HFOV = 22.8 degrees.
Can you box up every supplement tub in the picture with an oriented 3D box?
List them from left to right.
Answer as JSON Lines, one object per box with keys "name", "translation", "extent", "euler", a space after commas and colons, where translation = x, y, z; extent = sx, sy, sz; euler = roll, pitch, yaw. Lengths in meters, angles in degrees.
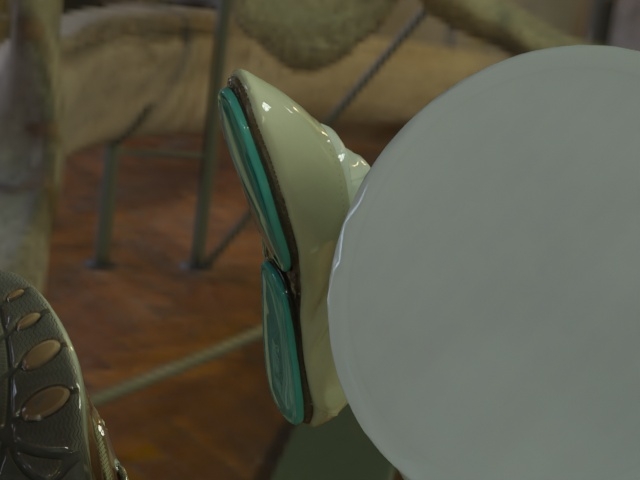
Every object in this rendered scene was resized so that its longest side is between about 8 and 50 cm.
{"name": "supplement tub", "translation": [0.161, 0.059, 0.737], "extent": [0.228, 0.228, 0.316], "euler": [19, -8, 34]}

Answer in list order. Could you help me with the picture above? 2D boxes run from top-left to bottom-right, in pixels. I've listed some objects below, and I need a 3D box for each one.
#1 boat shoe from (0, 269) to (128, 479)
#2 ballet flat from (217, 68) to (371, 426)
{"name": "boat shoe", "translation": [-0.163, 0.166, 0.926], "extent": [0.123, 0.116, 0.324], "euler": [-22, 57, 2]}
{"name": "ballet flat", "translation": [0.000, 0.000, 0.849], "extent": [0.086, 0.248, 0.086], "euler": [-3, 46, 3]}
